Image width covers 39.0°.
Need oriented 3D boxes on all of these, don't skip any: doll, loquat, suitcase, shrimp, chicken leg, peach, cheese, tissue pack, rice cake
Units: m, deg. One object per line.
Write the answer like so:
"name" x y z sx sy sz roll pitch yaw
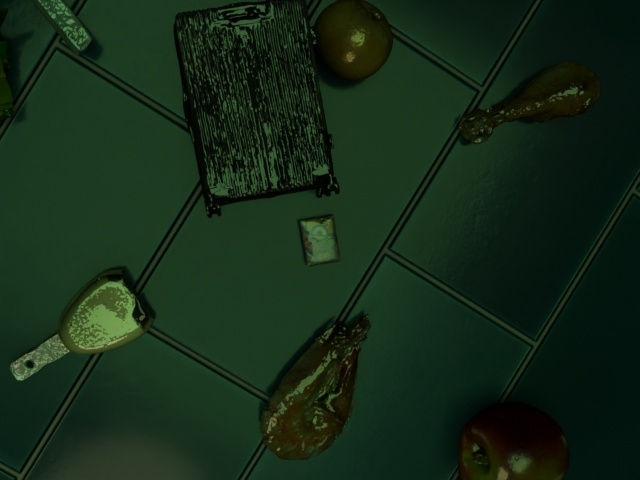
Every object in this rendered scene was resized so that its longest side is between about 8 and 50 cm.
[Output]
"doll" -0.551 -0.279 1.460 0.134 0.106 0.186 7 113 25
"loquat" 0.054 -0.338 1.512 0.141 0.141 0.141 0 94 -6
"suitcase" -0.110 -0.220 1.499 0.229 0.152 0.335 -10 92 -7
"shrimp" 0.008 0.256 1.587 0.154 0.062 0.294 32 92 -19
"chicken leg" 0.363 -0.237 1.575 0.251 0.107 0.087 -21 113 3
"peach" 0.340 0.370 1.572 0.197 0.197 0.198 0 94 -6
"cheese" -0.414 0.157 1.534 0.251 0.054 0.127 -32 97 -3
"tissue pack" 0.000 0.000 1.578 0.063 0.035 0.083 -10 94 -5
"rice cake" -0.454 -0.401 1.480 0.040 0.085 0.226 -40 98 -6
